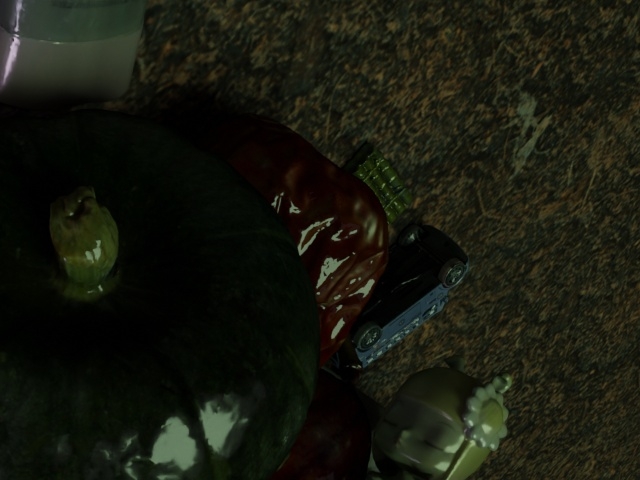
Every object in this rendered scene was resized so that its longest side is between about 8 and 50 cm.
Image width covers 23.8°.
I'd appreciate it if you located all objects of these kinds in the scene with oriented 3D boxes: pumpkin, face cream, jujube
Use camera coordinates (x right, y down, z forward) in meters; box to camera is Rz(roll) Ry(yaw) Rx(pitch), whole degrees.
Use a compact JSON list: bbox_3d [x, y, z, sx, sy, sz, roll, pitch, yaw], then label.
[{"bbox_3d":[-0.145,0.052,0.956,0.300,0.300,0.207,-31,160,-29],"label":"pumpkin"},{"bbox_3d":[-0.142,-0.205,0.934,0.107,0.073,0.269,-10,133,-34],"label":"face cream"},{"bbox_3d":[-0.069,0.023,1.177,0.232,0.213,0.213,-56,150,3],"label":"jujube"}]

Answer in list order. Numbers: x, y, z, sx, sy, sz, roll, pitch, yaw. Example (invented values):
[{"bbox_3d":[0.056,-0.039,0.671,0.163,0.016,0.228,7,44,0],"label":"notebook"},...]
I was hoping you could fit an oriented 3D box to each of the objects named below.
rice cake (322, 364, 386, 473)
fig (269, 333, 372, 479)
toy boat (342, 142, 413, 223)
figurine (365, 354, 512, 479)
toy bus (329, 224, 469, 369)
[{"bbox_3d":[0.026,0.182,1.601,0.064,0.070,0.399,-44,151,1],"label":"rice cake"},{"bbox_3d":[-0.023,0.172,1.331,0.249,0.203,0.186,-27,113,-32],"label":"fig"},{"bbox_3d":[0.047,-0.044,1.424,0.063,0.016,0.115,-47,150,-2],"label":"toy boat"},{"bbox_3d":[0.062,0.287,1.528,0.394,0.226,0.274,-53,136,-18],"label":"figurine"},{"bbox_3d":[0.070,0.058,1.516,0.167,0.073,0.076,-35,145,-19],"label":"toy bus"}]
